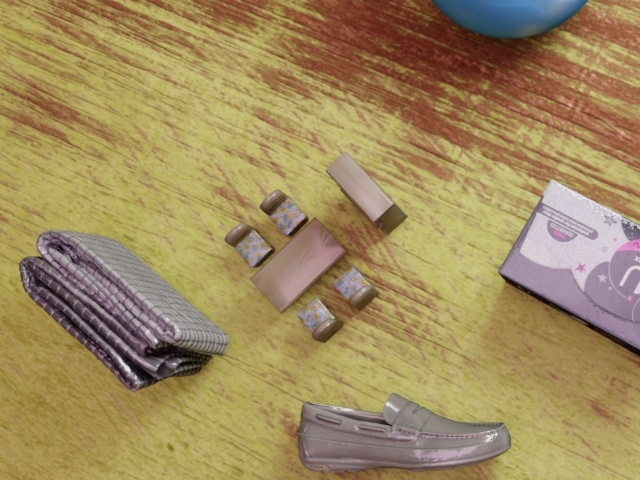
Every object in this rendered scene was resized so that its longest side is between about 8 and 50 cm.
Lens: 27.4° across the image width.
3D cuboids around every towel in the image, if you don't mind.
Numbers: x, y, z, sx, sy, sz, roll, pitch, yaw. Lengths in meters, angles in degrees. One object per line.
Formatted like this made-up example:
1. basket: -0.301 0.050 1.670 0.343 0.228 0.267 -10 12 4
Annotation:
1. towel: -0.297 0.106 1.985 0.284 0.235 0.121 39 95 15

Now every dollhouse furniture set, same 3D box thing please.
1. dollhouse furniture set: 0.000 0.000 1.970 0.242 0.161 0.212 -43 76 4

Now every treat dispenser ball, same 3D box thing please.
1. treat dispenser ball: 0.276 -0.438 1.905 0.288 0.288 0.288 -2 82 12

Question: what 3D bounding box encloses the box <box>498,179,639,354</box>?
1. box: 0.405 0.043 1.886 0.247 0.142 0.163 30 90 14

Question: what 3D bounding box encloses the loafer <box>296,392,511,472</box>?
1. loafer: 0.119 0.281 1.933 0.319 0.112 0.111 -4 90 12
